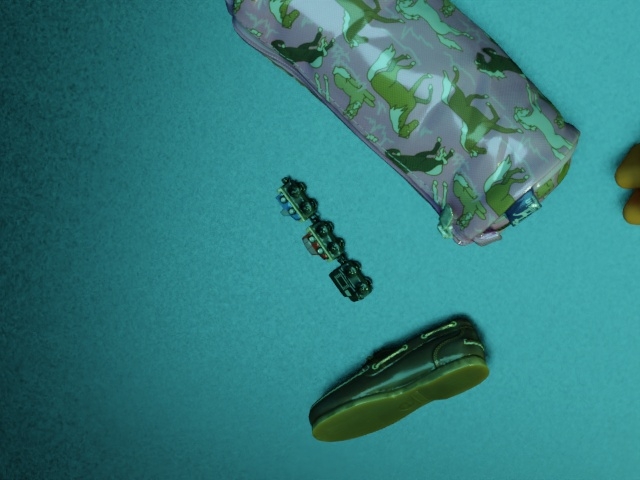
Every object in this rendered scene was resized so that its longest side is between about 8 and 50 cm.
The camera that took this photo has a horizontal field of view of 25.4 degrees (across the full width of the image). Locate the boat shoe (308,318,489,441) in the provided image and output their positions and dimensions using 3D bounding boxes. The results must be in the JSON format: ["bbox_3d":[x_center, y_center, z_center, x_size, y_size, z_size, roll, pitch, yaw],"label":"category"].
[{"bbox_3d":[0.080,0.151,1.535,0.207,0.073,0.073,-23,55,8],"label":"boat shoe"}]

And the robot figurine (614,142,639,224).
[{"bbox_3d":[0.406,-0.061,1.402,0.219,0.128,0.158,0,81,33],"label":"robot figurine"}]

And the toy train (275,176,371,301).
[{"bbox_3d":[0.000,0.000,1.546,0.036,0.027,0.158,-34,91,22],"label":"toy train"}]

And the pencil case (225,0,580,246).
[{"bbox_3d":[0.082,-0.168,1.448,0.386,0.167,0.160,44,134,2],"label":"pencil case"}]
